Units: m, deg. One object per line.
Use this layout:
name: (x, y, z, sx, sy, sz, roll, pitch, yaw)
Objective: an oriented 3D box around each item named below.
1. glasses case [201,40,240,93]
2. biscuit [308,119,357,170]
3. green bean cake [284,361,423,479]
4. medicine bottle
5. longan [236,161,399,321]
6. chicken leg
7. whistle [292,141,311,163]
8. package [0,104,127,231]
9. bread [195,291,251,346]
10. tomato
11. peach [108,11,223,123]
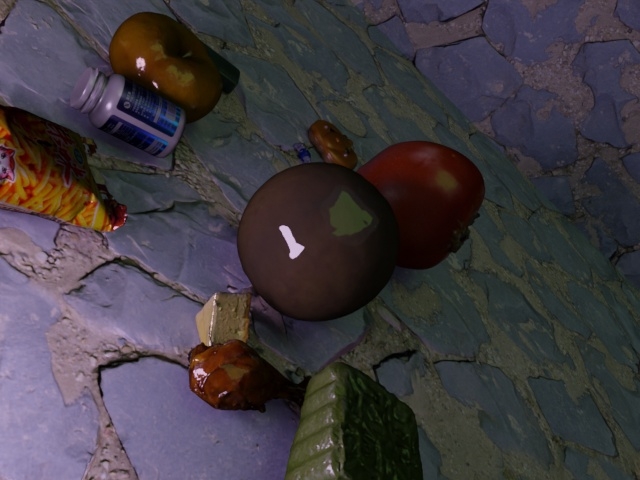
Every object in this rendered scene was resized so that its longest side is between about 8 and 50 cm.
glasses case: (-0.278, -0.431, 1.658, 0.184, 0.039, 0.077, 34, 33, -25)
biscuit: (0.045, -0.260, 1.878, 0.170, 0.050, 0.170, 33, 34, -26)
green bean cake: (0.058, 0.322, 1.056, 0.222, 0.125, 0.248, 40, 28, -27)
medicine bottle: (-0.351, -0.236, 1.273, 0.192, 0.107, 0.107, 26, 37, -34)
longan: (0.000, 0.000, 1.304, 0.319, 0.319, 0.318, 33, 34, -26)
chicken leg: (-0.082, 0.230, 1.117, 0.304, 0.093, 0.113, 24, 45, -43)
whistle: (-0.043, -0.217, 1.738, 0.033, 0.029, 0.083, -15, 55, -17)
package: (-0.440, -0.118, 1.031, 0.288, 0.108, 0.223, 24, 32, -49)
bread: (-0.150, 0.148, 1.127, 0.084, 0.080, 0.109, 13, 43, -43)
tomato: (0.226, -0.093, 1.676, 0.322, 0.321, 0.321, 33, 34, -26)
peach: (-0.311, -0.353, 1.425, 0.251, 0.153, 0.251, 29, 43, -31)
